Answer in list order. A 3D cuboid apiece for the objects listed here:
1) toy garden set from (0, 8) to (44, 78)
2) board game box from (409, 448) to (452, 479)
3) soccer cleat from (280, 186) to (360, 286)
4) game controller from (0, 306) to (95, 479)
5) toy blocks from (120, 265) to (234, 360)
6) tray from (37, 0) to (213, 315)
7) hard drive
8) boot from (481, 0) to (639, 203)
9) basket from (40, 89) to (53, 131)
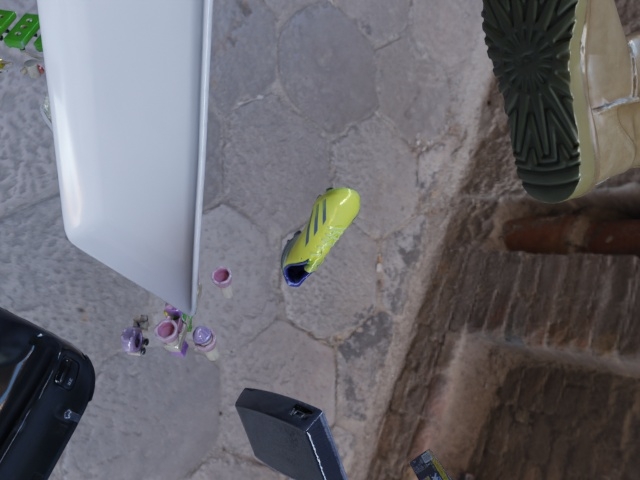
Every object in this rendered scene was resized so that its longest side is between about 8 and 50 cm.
[{"bbox_3d":[-0.641,-0.422,1.188,0.245,0.049,0.203,9,54,2],"label":"toy garden set"},{"bbox_3d":[0.219,0.438,0.856,0.048,0.170,0.141,-34,99,-2],"label":"board game box"},{"bbox_3d":[0.001,0.001,1.090,0.094,0.289,0.121,16,53,-21],"label":"soccer cleat"},{"bbox_3d":[-0.309,0.200,0.395,0.167,0.067,0.319,33,59,-20],"label":"game controller"},{"bbox_3d":[-0.445,0.185,1.608,0.260,0.309,0.288,84,11,-56],"label":"toy blocks"},{"bbox_3d":[-0.125,-0.085,0.357,0.030,0.145,0.270,-39,148,-49],"label":"tray"},{"bbox_3d":[-0.068,0.385,1.044,0.054,0.255,0.171,-28,106,-38],"label":"hard drive"},{"bbox_3d":[0.268,-0.168,0.446,0.270,0.089,0.236,-19,110,-23],"label":"boot"},{"bbox_3d":[-0.423,-0.250,1.013,0.167,0.103,0.113,-36,100,-29],"label":"basket"}]
